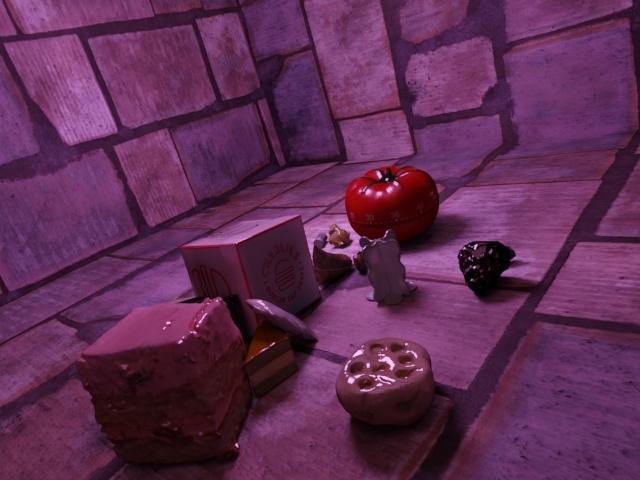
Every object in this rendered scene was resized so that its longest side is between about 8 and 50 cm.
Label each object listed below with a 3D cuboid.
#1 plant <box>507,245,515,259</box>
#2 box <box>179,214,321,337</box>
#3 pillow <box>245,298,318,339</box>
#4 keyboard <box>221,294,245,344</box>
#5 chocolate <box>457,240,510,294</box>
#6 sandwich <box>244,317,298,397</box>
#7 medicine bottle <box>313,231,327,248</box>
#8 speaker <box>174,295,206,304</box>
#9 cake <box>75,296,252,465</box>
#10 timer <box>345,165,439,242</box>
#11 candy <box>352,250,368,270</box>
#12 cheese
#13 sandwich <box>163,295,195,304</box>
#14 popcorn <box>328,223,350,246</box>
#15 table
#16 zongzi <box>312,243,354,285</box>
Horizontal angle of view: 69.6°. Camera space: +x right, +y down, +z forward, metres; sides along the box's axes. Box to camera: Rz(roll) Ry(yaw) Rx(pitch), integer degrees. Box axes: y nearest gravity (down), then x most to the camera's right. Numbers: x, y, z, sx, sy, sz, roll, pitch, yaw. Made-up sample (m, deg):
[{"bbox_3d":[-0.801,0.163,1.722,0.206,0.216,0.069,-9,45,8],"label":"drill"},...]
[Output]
[{"bbox_3d":[0.561,0.059,1.454,0.102,0.051,0.051,-30,19,3],"label":"plant"},{"bbox_3d":[-0.229,0.107,1.540,0.300,0.312,0.314,-3,17,39],"label":"box"},{"bbox_3d":[-0.107,0.225,1.312,0.128,0.229,0.051,20,77,42],"label":"pillow"},{"bbox_3d":[-0.262,0.274,1.329,0.094,0.230,0.025,-17,-21,8],"label":"keyboard"},{"bbox_3d":[0.471,0.096,1.338,0.156,0.156,0.133,-6,41,27],"label":"chocolate"},{"bbox_3d":[-0.166,0.310,1.254,0.144,0.117,0.187,-23,21,-27],"label":"sandwich"},{"bbox_3d":[0.000,0.000,2.063,0.047,0.047,0.083,-9,21,21],"label":"medicine bottle"},{"bbox_3d":[-0.441,0.313,1.376,0.254,0.184,0.232,-16,20,-7],"label":"speaker"},{"bbox_3d":[-0.347,0.322,1.092,0.314,0.306,0.293,-12,18,10],"label":"cake"},{"bbox_3d":[0.291,-0.144,1.877,0.378,0.279,0.378,-13,21,5],"label":"timer"},{"bbox_3d":[0.172,0.063,1.703,0.095,0.085,0.110,-17,9,17],"label":"candy"},{"bbox_3d":[0.151,0.310,1.004,0.235,0.117,0.218,-25,22,-24],"label":"cheese"},{"bbox_3d":[-0.503,0.287,1.635,0.226,0.087,0.251,-11,18,10],"label":"sandwich"},{"bbox_3d":[0.082,-0.019,2.001,0.097,0.089,0.109,13,11,-35],"label":"popcorn"},{"bbox_3d":[0.201,0.080,1.457,0.167,0.198,0.166,-15,20,6],"label":"table"},{"bbox_3d":[0.053,0.053,1.685,0.189,0.178,0.081,-27,40,-27],"label":"zongzi"}]
